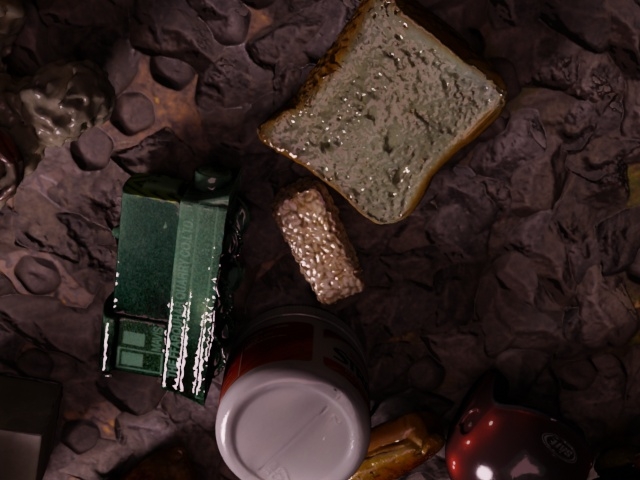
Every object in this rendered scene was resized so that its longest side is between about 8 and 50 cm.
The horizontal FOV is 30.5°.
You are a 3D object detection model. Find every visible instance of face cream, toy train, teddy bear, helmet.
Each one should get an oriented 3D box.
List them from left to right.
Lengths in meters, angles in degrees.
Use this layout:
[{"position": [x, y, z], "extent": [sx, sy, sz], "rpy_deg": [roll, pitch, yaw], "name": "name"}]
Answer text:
[{"position": [-0.482, -0.183, 1.399], "extent": [0.357, 0.224, 0.367], "rpy_deg": [-43, 106, -3], "name": "teddy bear"}, {"position": [-0.191, 0.052, 1.533], "extent": [0.178, 0.138, 0.330], "rpy_deg": [9, 112, 2], "name": "toy train"}, {"position": [-0.034, 0.214, 1.568], "extent": [0.201, 0.187, 0.201], "rpy_deg": [0, 113, 1], "name": "face cream"}, {"position": [0.269, 0.292, 1.609], "extent": [0.189, 0.193, 0.216], "rpy_deg": [36, 151, -13], "name": "helmet"}]

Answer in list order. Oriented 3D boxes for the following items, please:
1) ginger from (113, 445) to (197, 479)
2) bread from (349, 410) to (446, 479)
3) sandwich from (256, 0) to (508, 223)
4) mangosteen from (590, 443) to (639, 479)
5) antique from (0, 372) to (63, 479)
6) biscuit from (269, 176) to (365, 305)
[{"position": [-0.330, 0.485, 1.671], "extent": [0.176, 0.254, 0.418], "rpy_deg": [39, 114, -21], "name": "ginger"}, {"position": [0.052, 0.330, 1.659], "extent": [0.271, 0.139, 0.077], "rpy_deg": [-33, 70, 13], "name": "bread"}, {"position": [0.081, -0.163, 1.460], "extent": [0.226, 0.087, 0.251], "rpy_deg": [36, 109, -14], "name": "sandwich"}, {"position": [0.453, 0.423, 1.618], "extent": [0.288, 0.288, 0.288], "rpy_deg": [0, 113, 1], "name": "mangosteen"}, {"position": [-0.446, 0.276, 1.623], "extent": [0.146, 0.152, 0.148], "rpy_deg": [10, 111, -5], "name": "antique"}, {"position": [0.000, 0.000, 1.540], "extent": [0.082, 0.070, 0.168], "rpy_deg": [-25, 108, 7], "name": "biscuit"}]
